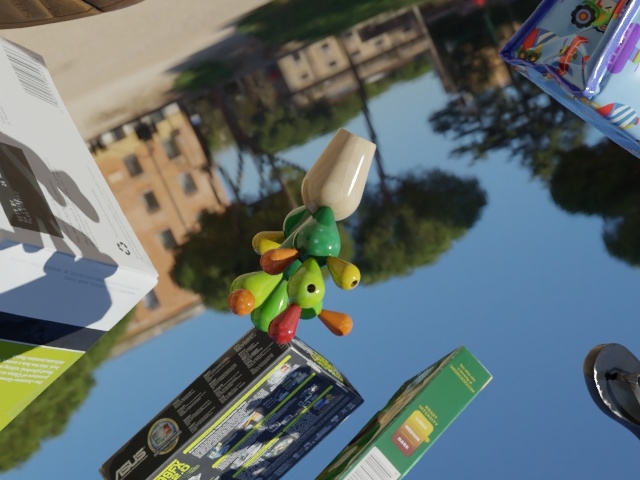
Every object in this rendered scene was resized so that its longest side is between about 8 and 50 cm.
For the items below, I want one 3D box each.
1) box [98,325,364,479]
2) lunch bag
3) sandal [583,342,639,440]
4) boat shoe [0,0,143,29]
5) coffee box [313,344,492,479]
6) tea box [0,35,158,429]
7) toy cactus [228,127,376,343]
[{"bbox_3d":[-0.099,0.232,1.473,0.270,0.060,0.216,-43,144,3],"label":"box"},{"bbox_3d":[0.340,-0.216,1.073,0.293,0.221,0.138,-58,-148,7],"label":"lunch bag"},{"bbox_3d":[0.452,0.230,1.666,0.054,0.254,0.097,-22,-153,52],"label":"sandal"},{"bbox_3d":[-0.257,-0.186,0.706,0.341,0.123,0.123,-8,164,7],"label":"boat shoe"},{"bbox_3d":[0.052,0.168,0.986,0.184,0.040,0.113,-42,177,-34],"label":"coffee box"},{"bbox_3d":[-0.395,-0.001,1.234,0.323,0.329,0.220,-41,151,18],"label":"tea box"},{"bbox_3d":[0.000,0.000,1.005,0.181,0.112,0.219,-64,178,6],"label":"toy cactus"}]
